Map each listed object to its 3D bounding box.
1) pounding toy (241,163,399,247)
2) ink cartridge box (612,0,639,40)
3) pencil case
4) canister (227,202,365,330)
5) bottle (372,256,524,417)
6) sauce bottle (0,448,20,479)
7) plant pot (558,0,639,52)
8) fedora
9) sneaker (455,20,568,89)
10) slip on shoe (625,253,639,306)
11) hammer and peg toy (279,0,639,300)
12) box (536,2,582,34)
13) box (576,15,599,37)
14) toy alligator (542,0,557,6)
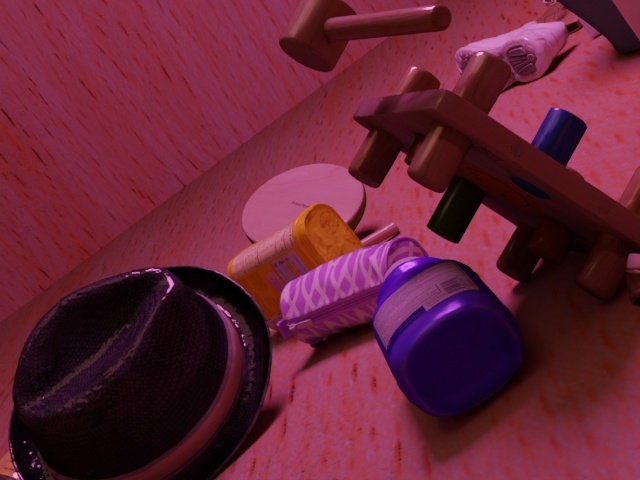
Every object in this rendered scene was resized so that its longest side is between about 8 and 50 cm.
[{"bbox_3d":[0.000,0.000,1.918,0.183,0.110,0.237,-29,40,-10],"label":"pounding toy"},{"bbox_3d":[0.452,-0.369,1.530,0.296,0.261,0.066,-30,13,34],"label":"ink cartridge box"},{"bbox_3d":[0.036,0.060,1.547,0.206,0.086,0.088,-27,3,43],"label":"pencil case"},{"bbox_3d":[-0.028,0.038,1.730,0.170,0.126,0.073,-29,15,44],"label":"canister"},{"bbox_3d":[0.108,0.076,1.264,0.118,0.092,0.283,-36,12,2],"label":"bottle"},{"bbox_3d":[-0.379,0.328,1.695,0.111,0.111,0.344,-27,17,41],"label":"sauce bottle"},{"bbox_3d":[0.410,-0.405,1.808,0.271,0.255,0.272,-36,11,8],"label":"plant pot"},{"bbox_3d":[-0.222,0.142,1.492,0.334,0.152,0.334,-9,56,14],"label":"fedora"},{"bbox_3d":[0.312,-0.297,2.143,0.115,0.090,0.232,-36,19,-27],"label":"sneaker"},{"bbox_3d":[0.286,0.033,1.041,0.135,0.051,0.041,2,81,60],"label":"slip on shoe"},{"bbox_3d":[0.124,-0.083,1.210,0.127,0.361,0.266,-59,15,-5],"label":"hammer and peg toy"},{"bbox_3d":[0.420,-0.386,2.278,0.164,0.021,0.201,-23,18,51],"label":"box"},{"bbox_3d":[0.464,-0.405,2.051,0.130,0.091,0.170,-27,16,41],"label":"box"},{"bbox_3d":[0.417,-0.427,2.279,0.190,0.056,0.051,-49,-26,-39],"label":"toy alligator"}]
